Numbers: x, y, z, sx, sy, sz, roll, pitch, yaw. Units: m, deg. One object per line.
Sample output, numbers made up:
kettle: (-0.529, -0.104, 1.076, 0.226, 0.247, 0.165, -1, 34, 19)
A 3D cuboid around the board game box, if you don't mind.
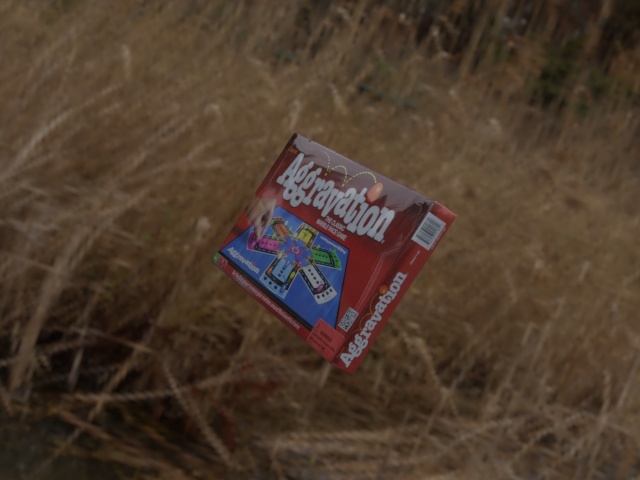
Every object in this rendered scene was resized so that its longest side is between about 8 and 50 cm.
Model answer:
board game box: (0.000, 0.000, 1.090, 0.027, 0.145, 0.281, 34, -1, -27)
